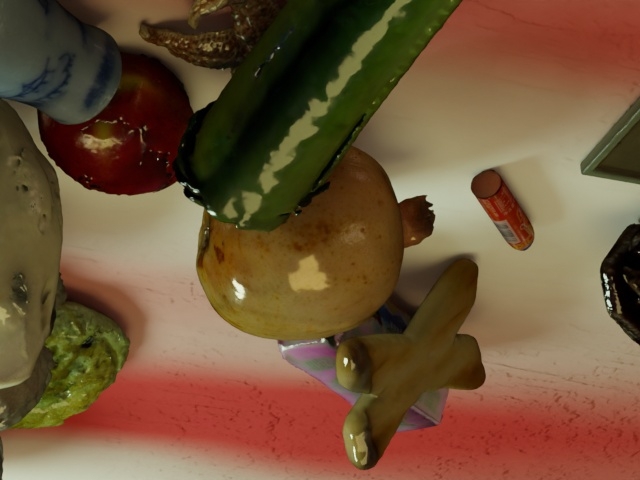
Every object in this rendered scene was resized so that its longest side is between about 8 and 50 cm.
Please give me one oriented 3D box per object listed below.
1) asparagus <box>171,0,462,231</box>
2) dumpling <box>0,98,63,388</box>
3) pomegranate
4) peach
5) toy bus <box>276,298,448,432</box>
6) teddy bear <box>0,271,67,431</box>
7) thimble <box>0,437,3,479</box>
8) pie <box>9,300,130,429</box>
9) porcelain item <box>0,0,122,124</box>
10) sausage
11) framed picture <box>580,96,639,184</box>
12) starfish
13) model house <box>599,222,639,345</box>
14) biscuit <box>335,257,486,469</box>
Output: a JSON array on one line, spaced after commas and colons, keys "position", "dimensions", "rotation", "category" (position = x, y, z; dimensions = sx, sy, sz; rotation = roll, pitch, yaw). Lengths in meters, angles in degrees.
[{"position": [0.020, -0.164, 1.575], "dimensions": [0.128, 0.108, 0.382], "rotation": [43, 121, 7], "category": "asparagus"}, {"position": [-0.352, -0.009, 1.701], "dimensions": [0.243, 0.318, 0.187], "rotation": [-20, 174, 22], "category": "dumpling"}, {"position": [-0.016, 0.002, 1.796], "dimensions": [0.207, 0.207, 0.207], "rotation": [-3, 148, -2], "category": "pomegranate"}, {"position": [-0.176, -0.092, 1.729], "dimensions": [0.127, 0.092, 0.172], "rotation": [-18, 144, 17], "category": "peach"}, {"position": [0.046, 0.110, 2.070], "dimensions": [0.090, 0.112, 0.274], "rotation": [-13, 148, 29], "category": "toy bus"}, {"position": [-0.363, 0.062, 1.858], "dimensions": [0.236, 0.151, 0.267], "rotation": [-14, 107, 11], "category": "teddy bear"}, {"position": [-0.488, 0.291, 2.255], "dimensions": [0.250, 0.172, 0.205], "rotation": [-26, 137, 28], "category": "thimble"}, {"position": [-0.347, 0.136, 2.097], "dimensions": [0.277, 0.078, 0.277], "rotation": [-2, 150, -1], "category": "pie"}, {"position": [-0.273, -0.175, 1.555], "dimensions": [0.141, 0.141, 0.259], "rotation": [-23, 151, 29], "category": "porcelain item"}, {"position": [0.187, -0.025, 1.929], "dimensions": [0.034, 0.034, 0.129], "rotation": [-15, 146, 19], "category": "sausage"}, {"position": [0.382, -0.118, 1.816], "dimensions": [0.184, 0.016, 0.250], "rotation": [8, 147, -19], "category": "framed picture"}, {"position": [-0.053, -0.171, 1.675], "dimensions": [0.210, 0.053, 0.150], "rotation": [4, 135, -4], "category": "starfish"}, {"position": [0.396, 0.049, 1.967], "dimensions": [0.164, 0.141, 0.203], "rotation": [0, 159, 36], "category": "model house"}, {"position": [0.094, 0.127, 2.010], "dimensions": [0.047, 0.208, 0.164], "rotation": [23, 132, 36], "category": "biscuit"}]
